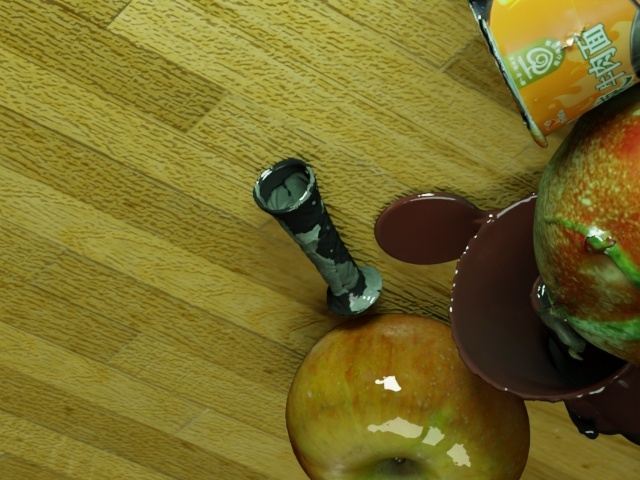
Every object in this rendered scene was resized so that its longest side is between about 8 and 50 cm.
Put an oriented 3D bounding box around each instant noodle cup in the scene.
[{"bbox_3d":[0.194,-0.202,1.427,0.182,0.230,0.230,-23,136,9],"label":"instant noodle cup"}]

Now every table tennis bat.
[{"bbox_3d":[0.125,-0.014,1.785,0.154,0.019,0.098,-9,139,8],"label":"table tennis bat"}]

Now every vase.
[{"bbox_3d":[0.000,0.000,1.764,0.059,0.059,0.167,-17,138,16],"label":"vase"}]

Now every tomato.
[{"bbox_3d":[0.321,-0.013,1.513,0.303,0.239,0.303,22,152,12],"label":"tomato"}]

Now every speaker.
[{"bbox_3d":[0.288,0.059,1.810,0.259,0.198,0.329,-60,147,1],"label":"speaker"}]

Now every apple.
[{"bbox_3d":[0.083,0.165,1.882,0.210,0.173,0.235,-24,126,30],"label":"apple"}]
